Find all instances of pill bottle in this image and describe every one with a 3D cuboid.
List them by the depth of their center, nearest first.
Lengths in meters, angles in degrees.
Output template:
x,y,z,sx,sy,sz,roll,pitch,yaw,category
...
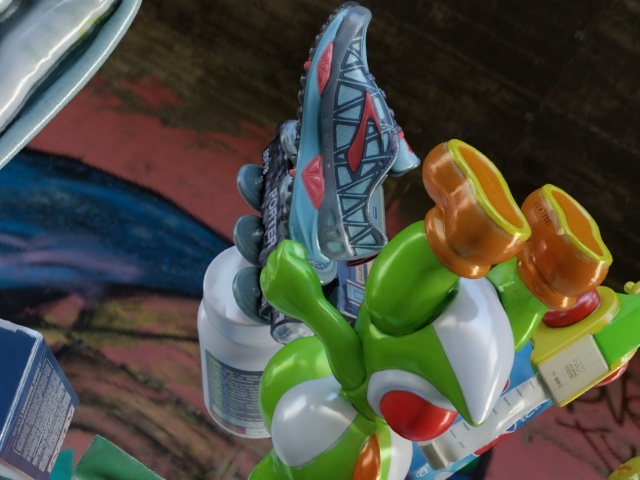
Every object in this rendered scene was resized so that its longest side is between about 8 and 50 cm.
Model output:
x,y,z,sx,sy,sz,roll,pitch,yaw,category
-0.087,0.141,1.491,0.161,0.161,0.283,19,-36,11,pill bottle

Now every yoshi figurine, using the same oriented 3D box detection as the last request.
x,y,z,sx,sy,sz,roll,pitch,yaw,category
0.049,0.081,0.871,0.203,0.203,0.362,43,-65,12,yoshi figurine

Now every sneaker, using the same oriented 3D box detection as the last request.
x,y,z,sx,sy,sz,roll,pitch,yaw,category
0.040,-0.104,1.079,0.125,0.104,0.261,8,-83,5,sneaker

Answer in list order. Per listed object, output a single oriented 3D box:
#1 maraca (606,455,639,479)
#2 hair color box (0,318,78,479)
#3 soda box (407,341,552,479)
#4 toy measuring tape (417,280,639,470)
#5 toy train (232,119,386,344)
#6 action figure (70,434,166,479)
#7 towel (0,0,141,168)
x,y,z,sx,sy,sz,roll,pitch,yaw,category
0.401,0.331,1.368,0.186,0.099,0.127,-26,-38,10,maraca
-0.328,0.138,0.965,0.174,0.105,0.347,18,-19,-3,hair color box
0.182,0.206,1.281,0.210,0.071,0.067,-34,-40,-4,soda box
0.238,0.136,1.194,0.330,0.121,0.121,-32,-74,-8,toy measuring tape
0.000,0.000,1.314,0.190,0.333,0.142,27,-49,-29,toy train
-0.096,0.251,0.839,0.063,0.137,0.232,0,-23,46,action figure
-0.267,-0.046,0.617,0.090,0.374,0.320,48,-13,-22,towel
